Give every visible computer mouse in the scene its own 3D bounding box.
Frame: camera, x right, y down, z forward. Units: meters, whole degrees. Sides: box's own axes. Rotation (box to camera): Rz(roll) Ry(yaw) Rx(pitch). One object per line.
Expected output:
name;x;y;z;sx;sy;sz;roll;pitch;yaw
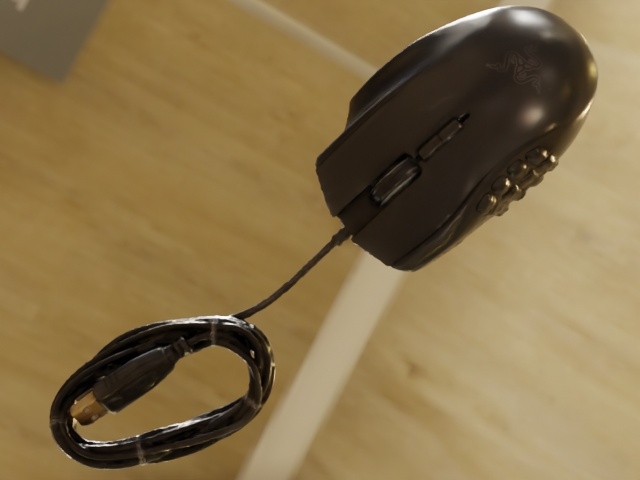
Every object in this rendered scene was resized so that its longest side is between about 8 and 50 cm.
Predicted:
computer mouse;0.000;0.000;0.666;0.242;0.071;0.041;-41;172;-1
